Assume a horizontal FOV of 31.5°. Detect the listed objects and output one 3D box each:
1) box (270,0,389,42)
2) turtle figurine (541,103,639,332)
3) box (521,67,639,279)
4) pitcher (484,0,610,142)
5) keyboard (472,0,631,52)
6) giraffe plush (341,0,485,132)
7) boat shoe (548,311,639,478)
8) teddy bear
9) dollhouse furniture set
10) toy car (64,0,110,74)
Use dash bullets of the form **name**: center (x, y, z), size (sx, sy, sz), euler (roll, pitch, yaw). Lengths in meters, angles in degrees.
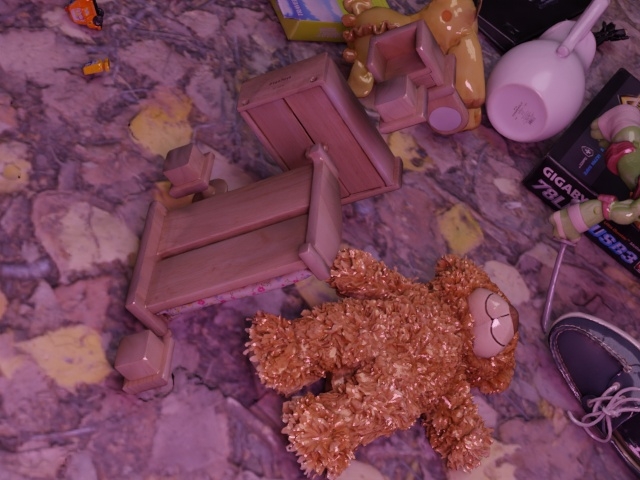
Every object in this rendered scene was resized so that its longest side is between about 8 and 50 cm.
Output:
- **box**: center (0.006, -0.311, 1.494), size (0.178, 0.042, 0.109), euler (-3, 54, -32)
- **turtle figurine**: center (0.367, -0.013, 1.341), size (0.198, 0.274, 0.266), euler (3, 42, 12)
- **box**: center (0.455, -0.068, 1.529), size (0.293, 0.073, 0.295), euler (40, 45, 7)
- **pitcher**: center (0.308, -0.232, 1.506), size (0.125, 0.177, 0.207), euler (35, 43, 8)
- **keyboard**: center (0.355, -0.343, 1.737), size (0.201, 0.033, 0.317), euler (42, 45, 17)
- **giraffe plush**: center (0.112, -0.239, 1.426), size (0.170, 0.210, 0.181), euler (-5, 54, 3)
- **boat shoe**: center (0.333, 0.188, 1.222), size (0.254, 0.095, 0.079), euler (53, 35, 7)
- **teddy bear**: center (0.081, 0.112, 1.125), size (0.338, 0.113, 0.245), euler (2, 54, -28)
- **dollhouse furniture set**: center (0.000, 0.000, 1.098), size (0.174, 0.303, 0.355), euler (52, 32, -39)
- **toy car**: center (-0.265, -0.240, 1.269), size (0.041, 0.060, 0.122), euler (-13, 47, 0)
